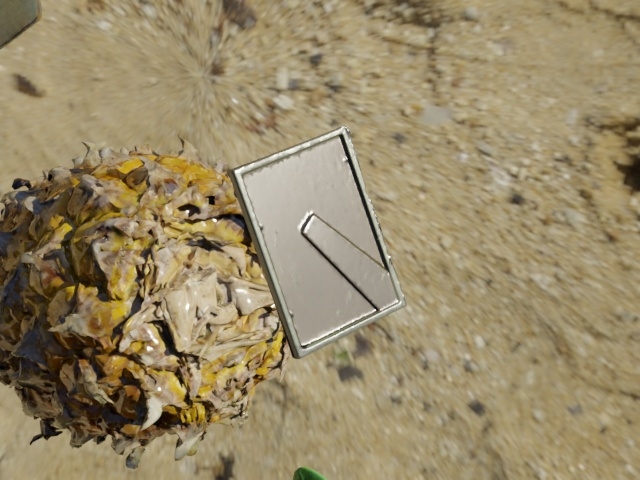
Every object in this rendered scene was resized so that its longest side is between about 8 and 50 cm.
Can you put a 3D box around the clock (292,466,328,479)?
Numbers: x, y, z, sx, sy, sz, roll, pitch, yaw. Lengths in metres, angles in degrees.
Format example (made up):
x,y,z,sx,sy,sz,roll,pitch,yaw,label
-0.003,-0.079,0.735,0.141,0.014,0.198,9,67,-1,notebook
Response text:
x,y,z,sx,sy,sz,roll,pitch,yaw,label
-0.001,0.350,1.622,0.103,0.144,0.231,-36,57,31,clock

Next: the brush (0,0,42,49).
x,y,z,sx,sy,sz,roll,pitch,yaw,label
-0.352,-0.116,1.187,0.336,0.020,0.085,-25,98,20,brush

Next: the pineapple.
x,y,z,sx,sy,sz,roll,pitch,yaw,label
-0.184,0.066,1.571,0.352,0.300,0.352,-1,92,-34,pineapple

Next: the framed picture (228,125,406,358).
x,y,z,sx,sy,sz,roll,pitch,yaw,label
0.000,0.000,1.132,0.109,0.011,0.149,-23,99,-32,framed picture
